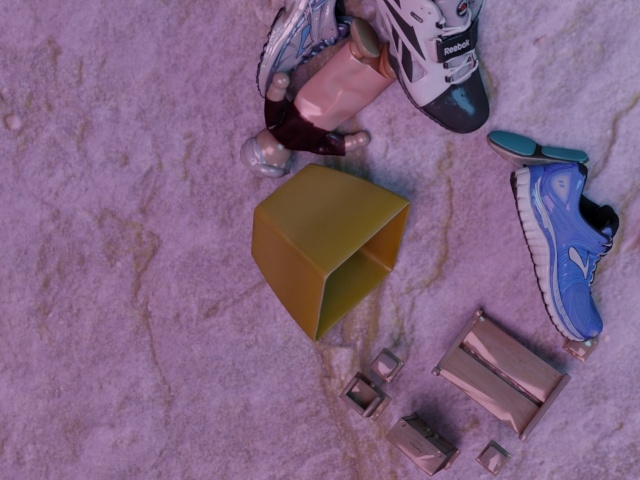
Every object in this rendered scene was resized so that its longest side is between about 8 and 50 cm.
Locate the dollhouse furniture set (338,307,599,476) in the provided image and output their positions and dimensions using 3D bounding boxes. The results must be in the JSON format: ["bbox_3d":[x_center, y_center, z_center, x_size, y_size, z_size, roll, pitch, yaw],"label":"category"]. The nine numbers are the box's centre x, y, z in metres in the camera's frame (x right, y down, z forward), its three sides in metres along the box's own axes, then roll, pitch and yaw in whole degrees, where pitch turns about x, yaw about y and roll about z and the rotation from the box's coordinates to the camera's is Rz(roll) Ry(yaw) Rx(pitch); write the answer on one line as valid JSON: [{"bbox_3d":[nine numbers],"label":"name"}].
[{"bbox_3d":[0.263,0.231,1.858,0.303,0.174,0.355,38,93,16],"label":"dollhouse furniture set"}]

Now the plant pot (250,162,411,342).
[{"bbox_3d":[0.000,0.000,1.736,0.187,0.212,0.212,39,150,18],"label":"plant pot"}]

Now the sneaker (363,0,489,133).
[{"bbox_3d":[0.176,-0.310,1.561,0.330,0.122,0.146,57,151,-14],"label":"sneaker"}]

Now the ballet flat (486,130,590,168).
[{"bbox_3d":[0.339,-0.127,1.651,0.168,0.057,0.052,17,128,14],"label":"ballet flat"}]

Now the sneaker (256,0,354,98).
[{"bbox_3d":[-0.017,-0.332,1.667,0.122,0.110,0.283,22,126,-4],"label":"sneaker"}]

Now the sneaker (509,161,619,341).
[{"bbox_3d":[0.407,0.021,1.645,0.147,0.130,0.330,-15,121,13],"label":"sneaker"}]

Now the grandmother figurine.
[{"bbox_3d":[-0.006,-0.209,1.719,0.208,0.104,0.342,39,127,-21],"label":"grandmother figurine"}]

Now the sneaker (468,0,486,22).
[{"bbox_3d":[0.223,-0.391,1.570,0.052,0.058,0.135,11,118,16],"label":"sneaker"}]
